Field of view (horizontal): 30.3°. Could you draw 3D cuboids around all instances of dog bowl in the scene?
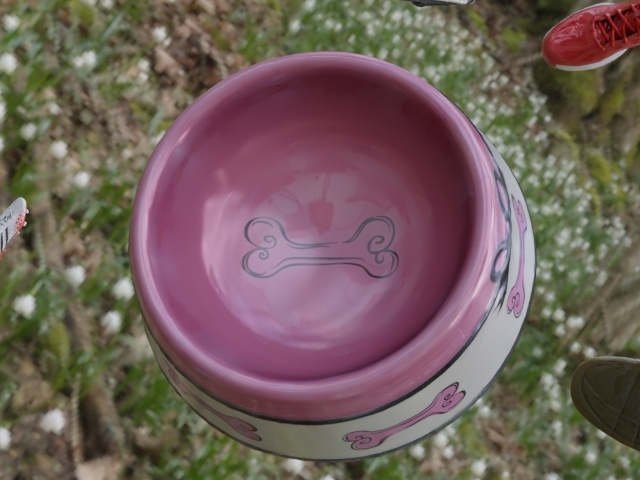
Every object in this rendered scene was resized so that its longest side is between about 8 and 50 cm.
[{"bbox_3d":[0.000,0.000,1.133,0.408,0.408,0.150,34,-9,19],"label":"dog bowl"}]

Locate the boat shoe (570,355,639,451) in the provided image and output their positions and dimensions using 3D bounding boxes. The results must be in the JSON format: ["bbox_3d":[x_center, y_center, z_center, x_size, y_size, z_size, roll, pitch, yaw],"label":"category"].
[{"bbox_3d":[0.334,0.155,1.059,0.223,0.080,0.073,14,7,10],"label":"boat shoe"}]

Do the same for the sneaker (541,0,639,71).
[{"bbox_3d":[0.395,-0.288,1.522,0.128,0.221,0.087,40,31,-82],"label":"sneaker"}]

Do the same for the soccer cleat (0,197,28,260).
[{"bbox_3d":[-0.362,-0.013,1.339,0.029,0.083,0.035,36,6,40],"label":"soccer cleat"}]

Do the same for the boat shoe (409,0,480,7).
[{"bbox_3d":[0.056,-0.154,0.599,0.206,0.065,0.075,-7,75,-54],"label":"boat shoe"}]
